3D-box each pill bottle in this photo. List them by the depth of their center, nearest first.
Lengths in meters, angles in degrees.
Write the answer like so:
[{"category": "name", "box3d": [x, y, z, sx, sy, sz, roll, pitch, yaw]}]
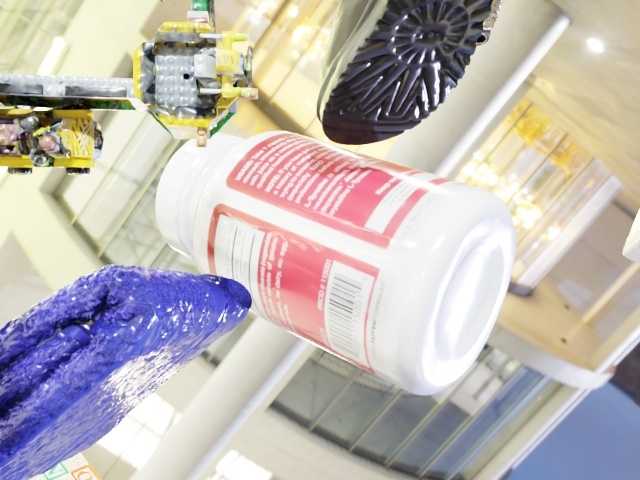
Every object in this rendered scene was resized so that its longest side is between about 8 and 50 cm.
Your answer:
[{"category": "pill bottle", "box3d": [0.000, 0.000, 0.849, 0.407, 0.229, 0.229, 22, -176, 34]}]

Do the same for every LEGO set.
[{"category": "LEGO set", "box3d": [-0.142, -0.200, 0.362, 0.254, 0.332, 0.192, 8, -179, -7]}]

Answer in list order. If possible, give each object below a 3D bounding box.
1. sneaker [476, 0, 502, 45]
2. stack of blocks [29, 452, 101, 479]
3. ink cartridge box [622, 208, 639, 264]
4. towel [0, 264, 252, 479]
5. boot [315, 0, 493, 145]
[{"category": "sneaker", "box3d": [0.166, -0.251, 0.785, 0.071, 0.188, 0.066, 45, 159, 0]}, {"category": "stack of blocks", "box3d": [-0.562, 0.395, 1.303, 0.297, 0.087, 0.171, 38, -152, 27]}, {"category": "ink cartridge box", "box3d": [0.532, -0.060, 0.835, 0.198, 0.197, 0.270, 29, 159, 9]}, {"category": "towel", "box3d": [-0.174, 0.094, 0.527, 0.076, 0.227, 0.308, 49, 180, 6]}, {"category": "boot", "box3d": [0.070, -0.290, 0.700, 0.131, 0.348, 0.260, 1, -126, -24]}]
